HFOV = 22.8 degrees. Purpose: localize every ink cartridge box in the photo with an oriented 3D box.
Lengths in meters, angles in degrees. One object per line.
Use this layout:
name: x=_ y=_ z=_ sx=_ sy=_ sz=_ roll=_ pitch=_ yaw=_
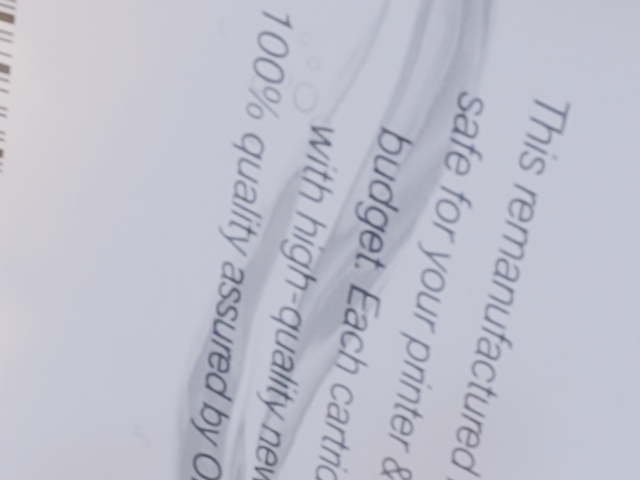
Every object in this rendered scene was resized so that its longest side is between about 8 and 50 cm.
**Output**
ink cartridge box: x=0.000 y=0.000 z=0.448 sx=0.395 sy=0.166 sz=0.285 roll=17 pitch=116 yaw=15
